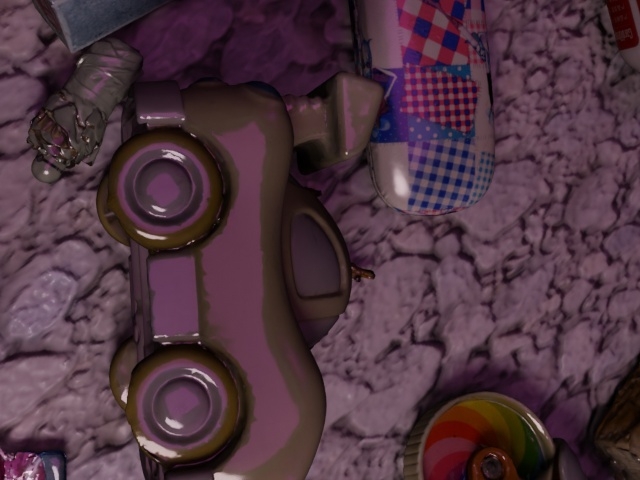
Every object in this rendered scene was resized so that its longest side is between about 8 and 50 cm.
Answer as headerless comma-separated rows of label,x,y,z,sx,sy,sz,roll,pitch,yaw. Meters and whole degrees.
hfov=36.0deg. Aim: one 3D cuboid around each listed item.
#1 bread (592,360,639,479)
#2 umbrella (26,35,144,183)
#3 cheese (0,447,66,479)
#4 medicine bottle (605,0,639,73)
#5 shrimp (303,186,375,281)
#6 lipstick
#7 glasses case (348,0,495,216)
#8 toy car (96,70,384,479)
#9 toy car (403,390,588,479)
bread,0.419,0.196,1.007,0.195,0.176,0.246,40,80,-13
umbrella,-0.209,-0.114,0.863,0.067,0.062,0.143,37,78,-46
cheese,-0.294,0.208,0.851,0.145,0.038,0.095,0,93,-18
medicine bottle,0.353,-0.265,0.996,0.131,0.131,0.250,-20,98,-16
shrimp,0.000,0.000,0.946,0.127,0.025,0.091,22,84,-14
lipstick,-0.117,-0.271,0.864,0.290,0.077,0.076,-32,64,-15
glasses case,0.095,-0.186,0.944,0.125,0.076,0.327,-7,93,-16
toy car,-0.062,0.041,0.816,0.226,0.242,0.336,-6,90,-15
toy car,0.177,0.255,0.965,0.235,0.145,0.235,5,74,-16
